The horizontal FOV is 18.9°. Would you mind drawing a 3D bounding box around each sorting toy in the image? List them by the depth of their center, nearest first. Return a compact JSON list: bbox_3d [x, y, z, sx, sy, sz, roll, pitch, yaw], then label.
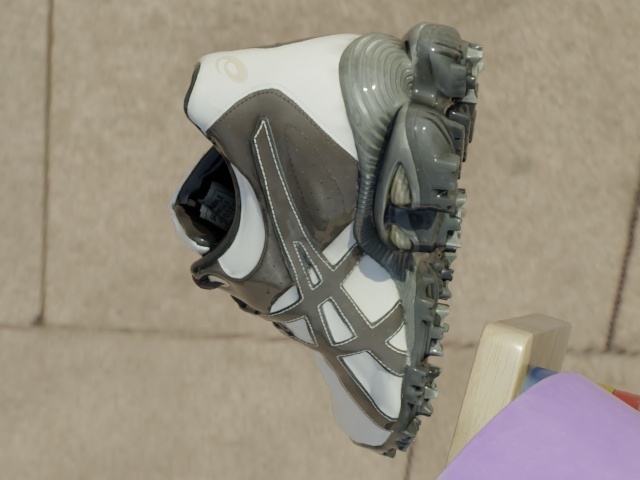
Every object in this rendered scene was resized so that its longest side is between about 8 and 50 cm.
[{"bbox_3d":[0.117,0.179,1.082,0.089,0.255,0.257,16,93,13],"label":"sorting toy"}]

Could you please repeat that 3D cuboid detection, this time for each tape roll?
[{"bbox_3d":[0.085,0.152,0.786,0.080,0.189,0.189,34,121,24],"label":"tape roll"}]

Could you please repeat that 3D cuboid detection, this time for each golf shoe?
[{"bbox_3d":[0.000,0.000,0.622,0.094,0.077,0.198,6,142,4],"label":"golf shoe"}]
